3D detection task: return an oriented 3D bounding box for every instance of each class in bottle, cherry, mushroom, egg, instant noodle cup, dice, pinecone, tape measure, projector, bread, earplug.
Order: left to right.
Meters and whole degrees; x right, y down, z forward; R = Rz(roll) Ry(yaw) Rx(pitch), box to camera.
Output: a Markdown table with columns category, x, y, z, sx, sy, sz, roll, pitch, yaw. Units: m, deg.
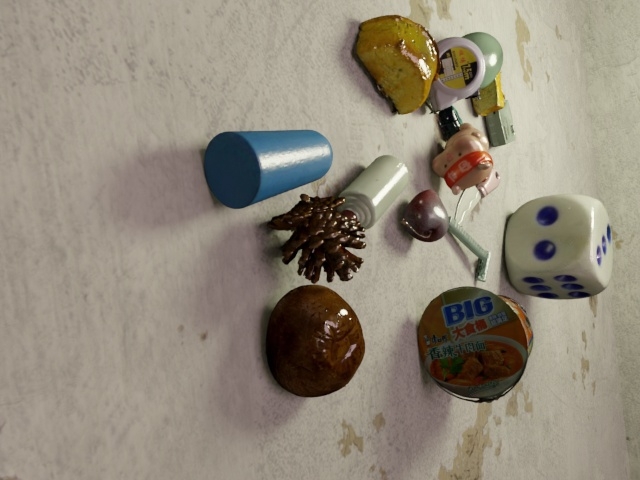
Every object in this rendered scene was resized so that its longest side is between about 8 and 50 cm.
| category | x | y | z | sx | sy | sz | roll | pitch | yaw |
| --- | --- | --- | --- | --- | --- | --- | --- | --- | --- |
| earplug | -0.075 | -0.149 | 1.028 | 0.273 | 0.132 | 0.133 | -22 | 102 | -52 |
| mushroom | -0.001 | 0.202 | 1.050 | 0.231 | 0.138 | 0.194 | 55 | 49 | -29 |
| pinecone | 0.000 | -0.003 | 1.052 | 0.179 | 0.150 | 0.195 | -27 | 65 | -38 |
| bottle | 0.110 | -0.100 | 1.247 | 0.245 | 0.104 | 0.104 | -46 | 119 | -42 |
| bread | 0.217 | -0.459 | 1.388 | 0.260 | 0.147 | 0.160 | 47 | 50 | -35 |
| cherry | 0.260 | -0.077 | 1.414 | 0.188 | 0.115 | 0.148 | 31 | 81 | -37 |
| tape measure | 0.378 | -0.478 | 1.552 | 0.105 | 0.178 | 0.196 | -85 | 162 | -82 |
| egg | 0.475 | -0.553 | 1.680 | 0.231 | 0.168 | 0.168 | -43 | 117 | -43 |
| instant noodle cup | 0.433 | 0.261 | 1.457 | 0.214 | 0.296 | 0.297 | 0 | 85 | -57 |
| bread | 0.551 | -0.512 | 1.815 | 0.065 | 0.103 | 0.188 | -20 | 105 | -46 |
| projector | 0.635 | -0.414 | 1.929 | 0.115 | 0.061 | 0.147 | -26 | 105 | -47 |
| dice | 0.843 | 0.027 | 1.926 | 0.277 | 0.304 | 0.305 | 33 | 61 | -42 |

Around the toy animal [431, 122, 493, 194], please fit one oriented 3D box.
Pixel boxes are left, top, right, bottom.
| category | x | y | z | sx | sy | sz | roll | pitch | yaw |
| --- | --- | --- | --- | --- | --- | --- | --- | --- | --- |
| toy animal | 0.417 | -0.232 | 1.577 | 0.171 | 0.171 | 0.198 | 58 | 29 | -26 |

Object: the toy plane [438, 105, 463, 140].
| category | x | y | z | sx | sy | sz | roll | pitch | yaw |
| --- | --- | --- | --- | --- | --- | --- | --- | --- | --- |
| toy plane | 0.425 | -0.337 | 1.684 | 0.235 | 0.060 | 0.096 | 57 | 34 | -22 |

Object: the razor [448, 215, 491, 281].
| category | x | y | z | sx | sy | sz | roll | pitch | yaw |
| --- | --- | --- | --- | --- | --- | --- | --- | --- | --- |
| razor | 0.460 | 0.014 | 1.673 | 0.278 | 0.056 | 0.111 | 42 | 57 | -38 |

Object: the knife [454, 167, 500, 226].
| category | x | y | z | sx | sy | sz | roll | pitch | yaw |
| --- | --- | --- | --- | --- | --- | --- | --- | --- | --- |
| knife | 0.504 | -0.149 | 1.762 | 0.336 | 0.043 | 0.081 | -42 | 110 | -41 |

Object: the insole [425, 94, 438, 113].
| category | x | y | z | sx | sy | sz | roll | pitch | yaw |
| --- | --- | --- | --- | --- | --- | --- | --- | --- | --- |
| insole | 0.298 | -0.437 | 1.581 | 0.192 | 0.010 | 0.063 | 36 | 59 | -40 |
